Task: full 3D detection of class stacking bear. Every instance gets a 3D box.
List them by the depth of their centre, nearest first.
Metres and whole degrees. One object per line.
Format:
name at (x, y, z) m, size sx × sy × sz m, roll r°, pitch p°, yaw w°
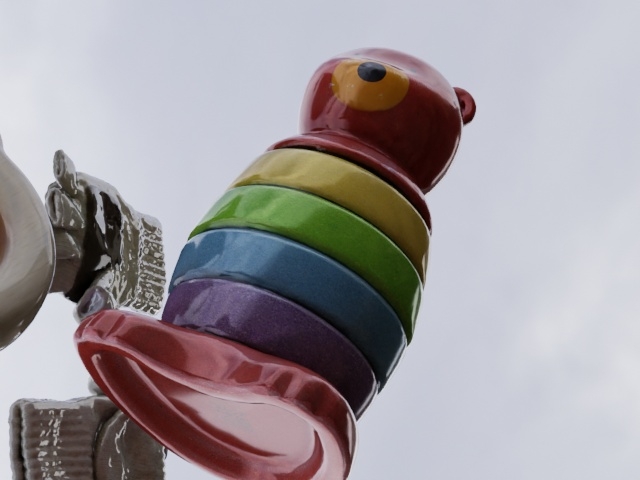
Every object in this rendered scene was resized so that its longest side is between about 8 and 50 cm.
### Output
stacking bear at (0.000, 0.000, 1.123) m, size 0.289 × 0.175 × 0.164 m, roll -63°, pitch -24°, yaw -27°

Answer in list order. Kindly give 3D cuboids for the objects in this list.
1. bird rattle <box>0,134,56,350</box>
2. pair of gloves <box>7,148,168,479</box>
bird rattle at (-0.223, -0.004, 0.849) m, size 0.207 × 0.253 × 0.143 m, roll -1°, pitch -50°, yaw -30°
pair of gloves at (-0.139, 0.075, 1.183) m, size 0.204 × 0.042 × 0.240 m, roll 38°, pitch -131°, yaw -66°
